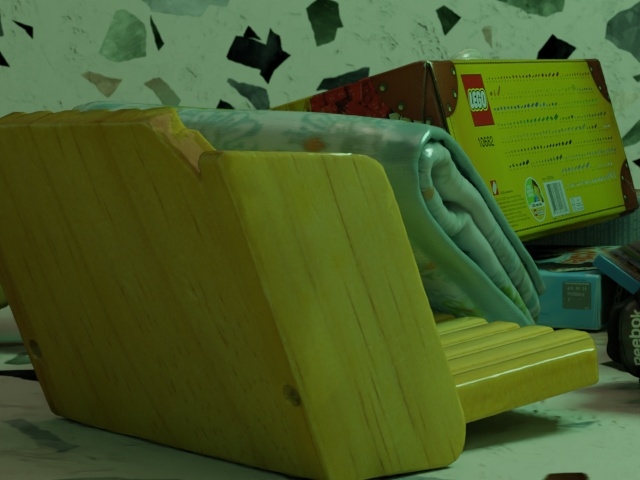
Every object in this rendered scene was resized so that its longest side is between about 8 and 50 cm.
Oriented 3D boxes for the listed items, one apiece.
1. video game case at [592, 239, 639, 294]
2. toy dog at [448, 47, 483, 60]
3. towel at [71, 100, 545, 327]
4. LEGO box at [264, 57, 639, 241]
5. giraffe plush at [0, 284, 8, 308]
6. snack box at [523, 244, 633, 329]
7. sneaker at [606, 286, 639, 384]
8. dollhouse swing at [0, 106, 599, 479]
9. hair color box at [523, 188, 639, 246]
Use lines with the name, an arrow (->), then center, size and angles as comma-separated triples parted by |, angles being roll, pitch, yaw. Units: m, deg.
video game case -> 0.348, 0.045, 1.848 | 0.119, 0.015, 0.166 | 38, 18, 17
toy dog -> 0.168, -0.068, 2.376 | 0.220, 0.333, 0.161 | 29, 20, -53
towel -> 0.000, 0.000, 1.542 | 0.320, 0.090, 0.374 | 3, -24, 25
LEGO box -> 0.081, -0.059, 1.988 | 0.372, 0.193, 0.500 | -15, -2, 27
giraffe plush -> -0.249, 0.033, 1.777 | 0.170, 0.210, 0.181 | 41, 3, 5
snack box -> 0.257, 0.046, 1.965 | 0.187, 0.060, 0.322 | 1, 5, 25
sneaker -> 0.303, 0.077, 1.377 | 0.135, 0.098, 0.276 | -2, 3, -16
dollhouse swing -> -0.014, 0.006, 1.309 | 0.305, 0.315, 0.347 | -29, 19, -32
hair color box -> 0.369, -0.006, 2.238 | 0.374, 0.113, 0.185 | 3, 6, 37
